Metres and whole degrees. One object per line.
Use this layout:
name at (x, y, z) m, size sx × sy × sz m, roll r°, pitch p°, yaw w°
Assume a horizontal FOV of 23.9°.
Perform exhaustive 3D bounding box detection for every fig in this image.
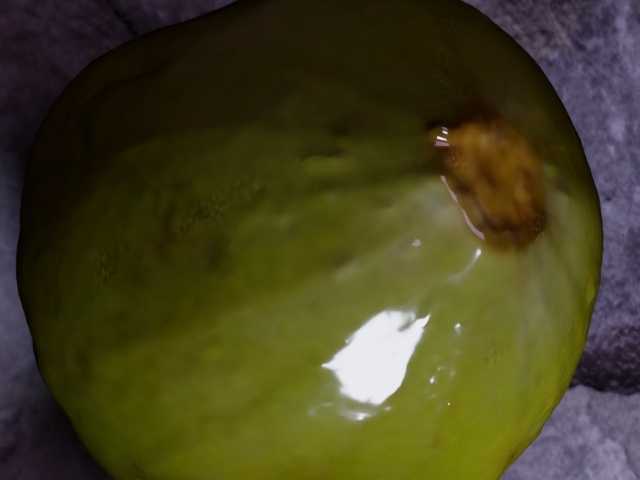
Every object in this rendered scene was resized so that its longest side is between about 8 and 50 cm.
fig at (0.007, 0.008, 0.835) m, size 0.343 × 0.343 × 0.343 m, roll 4°, pitch 82°, yaw -32°
